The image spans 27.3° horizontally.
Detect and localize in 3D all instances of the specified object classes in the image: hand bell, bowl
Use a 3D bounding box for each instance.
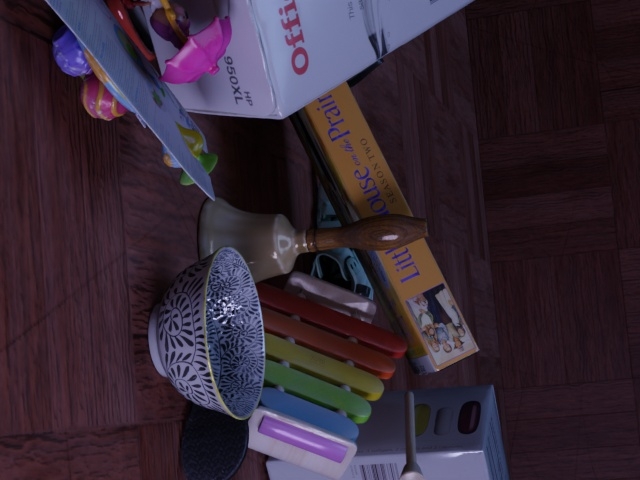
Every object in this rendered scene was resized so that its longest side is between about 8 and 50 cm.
[{"bbox_3d":[0.000,0.000,1.447,0.126,0.242,0.126,-6,90,-74],"label":"hand bell"},{"bbox_3d":[-0.118,0.093,1.287,0.170,0.080,0.170,-6,90,-74],"label":"bowl"}]

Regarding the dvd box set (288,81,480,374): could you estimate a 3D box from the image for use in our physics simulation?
[{"bbox_3d":[0.060,-0.036,1.618,0.421,0.062,0.307,64,-3,5],"label":"dvd box set"}]

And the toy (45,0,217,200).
[{"bbox_3d":[-0.182,-0.138,1.161,0.237,0.056,0.137,48,13,-29],"label":"toy"}]

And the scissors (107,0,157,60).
[{"bbox_3d":[-0.208,-0.294,1.236,0.297,0.021,0.109,66,25,-51],"label":"scissors"}]

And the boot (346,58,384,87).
[{"bbox_3d":[0.000,-0.273,1.749,0.137,0.077,0.198,58,-15,-18],"label":"boot"}]

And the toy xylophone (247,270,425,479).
[{"bbox_3d":[0.016,0.162,1.482,0.323,0.236,0.081,-93,-156,-60],"label":"toy xylophone"}]

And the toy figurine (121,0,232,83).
[{"bbox_3d":[-0.147,-0.216,1.176,0.173,0.130,0.159,36,-22,55],"label":"toy figurine"}]

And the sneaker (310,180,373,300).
[{"bbox_3d":[0.034,-0.009,1.836,0.151,0.094,0.256,34,53,-78],"label":"sneaker"}]

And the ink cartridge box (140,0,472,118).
[{"bbox_3d":[-0.006,-0.332,1.350,0.395,0.166,0.286,-36,122,-39],"label":"ink cartridge box"}]

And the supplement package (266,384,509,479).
[{"bbox_3d":[0.093,0.304,1.607,0.145,0.261,0.204,-66,147,-62],"label":"supplement package"}]

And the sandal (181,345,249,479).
[{"bbox_3d":[-0.103,0.174,1.342,0.040,0.067,0.179,81,8,-56],"label":"sandal"}]
